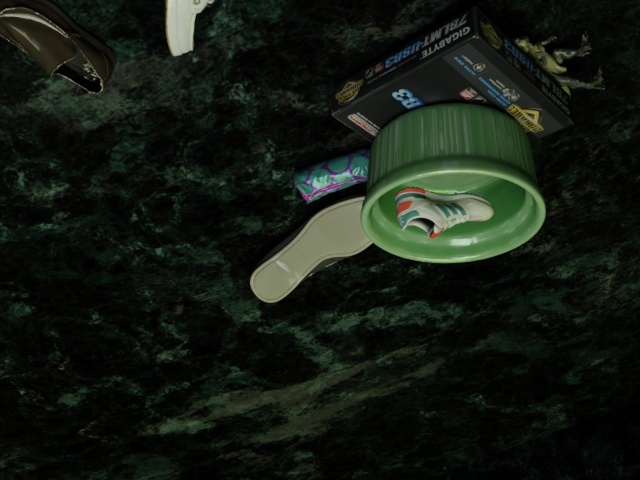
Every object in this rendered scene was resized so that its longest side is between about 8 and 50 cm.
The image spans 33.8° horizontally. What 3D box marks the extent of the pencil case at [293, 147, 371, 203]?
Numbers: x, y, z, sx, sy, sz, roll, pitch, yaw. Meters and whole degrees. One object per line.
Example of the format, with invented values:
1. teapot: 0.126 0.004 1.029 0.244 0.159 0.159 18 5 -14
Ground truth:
1. pencil case: 0.032 -0.116 1.893 0.151 0.070 0.064 -19 142 9

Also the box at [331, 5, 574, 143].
1. box: 0.220 -0.227 1.755 0.293 0.073 0.295 -25 141 34

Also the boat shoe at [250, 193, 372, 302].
1. boat shoe: 0.000 0.000 2.039 0.335 0.095 0.112 -34 102 23

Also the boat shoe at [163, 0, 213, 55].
1. boat shoe: -0.173 -0.373 1.479 0.096 0.098 0.277 -2 141 -10

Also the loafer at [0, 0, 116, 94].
1. loafer: -0.391 -0.288 1.552 0.080 0.078 0.220 -36 137 30

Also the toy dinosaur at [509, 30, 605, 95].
1. toy dinosaur: 0.408 -0.285 1.771 0.118 0.064 0.268 -13 145 30

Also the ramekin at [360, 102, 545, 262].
1. ramekin: 0.218 -0.096 1.760 0.303 0.148 0.303 1 151 0

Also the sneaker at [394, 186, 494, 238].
1. sneaker: 0.193 -0.034 1.641 0.161 0.075 0.057 8 150 -12
